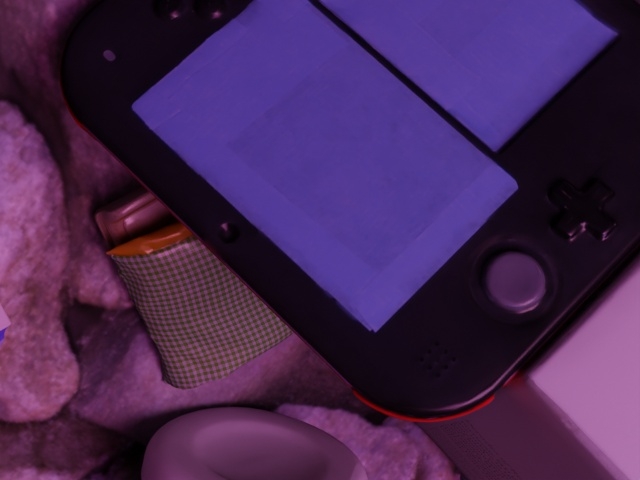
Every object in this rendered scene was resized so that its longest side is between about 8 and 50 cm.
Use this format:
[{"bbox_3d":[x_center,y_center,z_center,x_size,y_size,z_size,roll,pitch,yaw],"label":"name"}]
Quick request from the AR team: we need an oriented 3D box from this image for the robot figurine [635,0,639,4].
[{"bbox_3d":[0.270,-0.140,0.976,0.209,0.173,0.278,-23,121,-27],"label":"robot figurine"}]

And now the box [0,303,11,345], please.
[{"bbox_3d":[-0.281,0.036,0.780,0.081,0.028,0.136,-31,126,-20],"label":"box"}]

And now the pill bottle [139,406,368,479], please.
[{"bbox_3d":[-0.080,0.329,0.934,0.188,0.188,0.334,1,109,-34],"label":"pill bottle"}]

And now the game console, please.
[{"bbox_3d":[0.050,-0.103,0.755,0.342,0.386,0.060,-44,166,-9],"label":"game console"}]

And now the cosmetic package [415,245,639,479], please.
[{"bbox_3d":[0.238,0.113,0.899,0.230,0.453,0.161,-42,84,-12],"label":"cosmetic package"}]

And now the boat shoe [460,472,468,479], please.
[{"bbox_3d":[0.238,0.236,1.182,0.183,0.065,0.083,11,105,-35],"label":"boat shoe"}]

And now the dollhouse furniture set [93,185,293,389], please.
[{"bbox_3d":[0.000,0.000,0.871,0.301,0.151,0.197,-33,124,-18],"label":"dollhouse furniture set"}]
